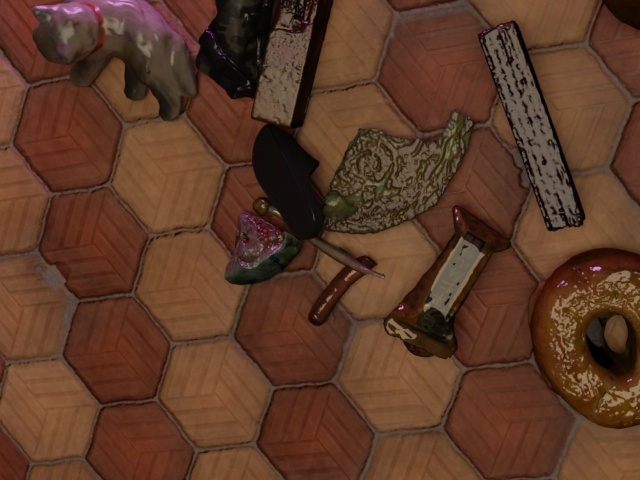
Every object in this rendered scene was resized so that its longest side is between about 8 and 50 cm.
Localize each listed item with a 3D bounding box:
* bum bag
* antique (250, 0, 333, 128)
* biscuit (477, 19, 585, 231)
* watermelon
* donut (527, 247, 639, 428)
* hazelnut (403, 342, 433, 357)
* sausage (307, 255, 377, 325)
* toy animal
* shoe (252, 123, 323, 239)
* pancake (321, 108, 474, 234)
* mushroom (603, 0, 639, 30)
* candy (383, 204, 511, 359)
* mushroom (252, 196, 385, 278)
[{"bbox_3d":[-0.151,-0.431,1.964,0.144,0.095,0.340,17,116,11],"label":"bum bag"},{"bbox_3d":[-0.048,-0.369,1.955,0.087,0.093,0.309,17,102,11],"label":"antique"},{"bbox_3d":[0.378,-0.200,1.864,0.073,0.107,0.388,-20,93,17],"label":"biscuit"},{"bbox_3d":[-0.137,0.012,2.047,0.187,0.071,0.139,-30,80,24],"label":"watermelon"},{"bbox_3d":[0.520,0.174,1.867,0.317,0.150,0.299,38,103,6],"label":"donut"},{"bbox_3d":[0.191,0.183,1.986,0.086,0.086,0.086,2,99,14],"label":"hazelnut"},{"bbox_3d":[0.037,0.097,2.033,0.047,0.040,0.176,41,105,6],"label":"sausage"},{"bbox_3d":[-0.398,-0.358,2.008,0.266,0.188,0.307,-25,88,8],"label":"toy animal"},{"bbox_3d":[-0.044,-0.112,1.995,0.108,0.093,0.241,-51,59,45],"label":"shoe"},{"bbox_3d":[0.126,-0.127,1.973,0.377,0.054,0.197,-27,93,15],"label":"pancake"},{"bbox_3d":[0.626,-0.508,1.724,0.346,0.259,0.345,5,127,7],"label":"mushroom"},{"bbox_3d":[0.238,0.083,1.926,0.143,0.101,0.271,31,90,4],"label":"candy"},{"bbox_3d":[-0.002,0.002,2.011,0.306,0.068,0.043,32,106,17],"label":"mushroom"}]
